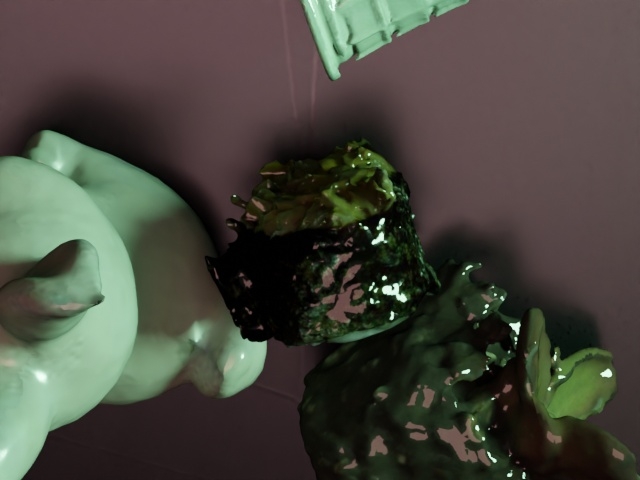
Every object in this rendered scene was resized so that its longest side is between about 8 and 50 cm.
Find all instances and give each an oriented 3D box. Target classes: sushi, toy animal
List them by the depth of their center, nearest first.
[{"bbox_3d":[-0.173,0.057,1.290,0.241,0.367,0.196,23,101,8],"label":"toy animal"},{"bbox_3d":[0.000,0.000,1.338,0.147,0.212,0.115,-19,102,9],"label":"sushi"}]

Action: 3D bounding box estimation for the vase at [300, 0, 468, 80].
[{"bbox_3d":[0.124,-0.225,1.321,0.299,0.143,0.143,-18,103,3],"label":"vase"}]

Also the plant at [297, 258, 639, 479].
[{"bbox_3d":[0.108,0.126,1.382,0.234,0.204,0.178,-28,112,19],"label":"plant"}]
